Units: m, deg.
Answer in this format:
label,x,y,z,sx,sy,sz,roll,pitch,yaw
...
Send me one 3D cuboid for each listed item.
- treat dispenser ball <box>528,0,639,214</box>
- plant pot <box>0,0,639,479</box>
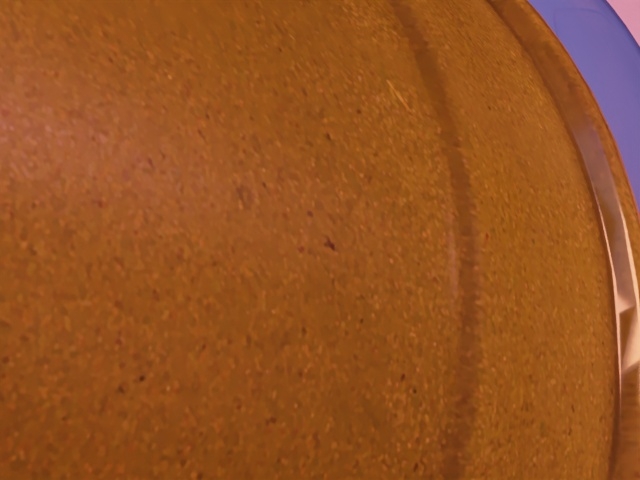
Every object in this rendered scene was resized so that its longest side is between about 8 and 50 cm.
label,x,y,z,sx,sy,sz,roll,pitch,yaw
treat dispenser ball,0.000,0.000,0.751,0.288,0.288,0.288,18,36,-13
plant pot,-0.163,0.016,0.453,0.353,0.366,0.366,24,26,-50
